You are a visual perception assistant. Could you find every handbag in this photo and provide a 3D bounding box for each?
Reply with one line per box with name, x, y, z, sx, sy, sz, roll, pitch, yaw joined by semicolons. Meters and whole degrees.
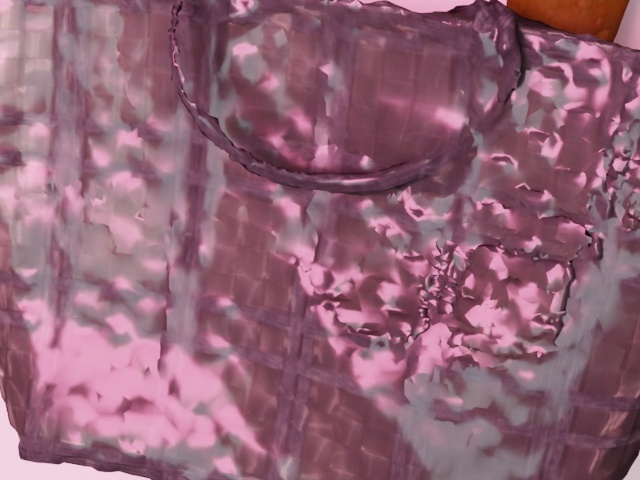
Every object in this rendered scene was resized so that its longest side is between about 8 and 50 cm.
handbag;0.000;0.000;0.586;0.270;0.089;0.175;10;116;14

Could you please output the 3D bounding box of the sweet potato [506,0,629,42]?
sweet potato;0.100;-0.194;0.496;0.108;0.079;0.346;23;119;-6
